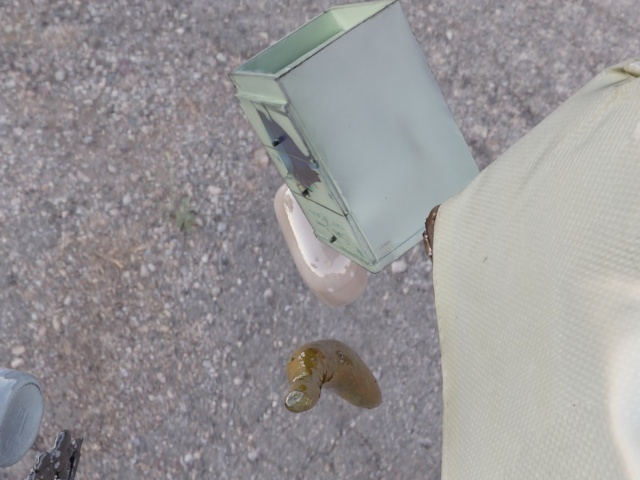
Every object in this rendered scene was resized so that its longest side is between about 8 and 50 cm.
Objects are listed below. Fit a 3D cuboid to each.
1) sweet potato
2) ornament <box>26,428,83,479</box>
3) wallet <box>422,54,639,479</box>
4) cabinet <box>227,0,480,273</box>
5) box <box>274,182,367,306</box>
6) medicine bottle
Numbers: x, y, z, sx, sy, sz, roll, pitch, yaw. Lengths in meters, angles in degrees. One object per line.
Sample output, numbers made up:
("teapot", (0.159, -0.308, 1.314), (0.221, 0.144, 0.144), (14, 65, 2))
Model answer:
("sweet potato", (0.013, 0.194, 1.060), (0.079, 0.346, 0.108), (-46, 67, 10))
("ornament", (-0.333, 0.328, 0.845), (0.106, 0.251, 0.261), (16, 90, 3))
("wallet", (0.134, 0.053, 0.395), (0.068, 0.275, 0.335), (17, 54, -15))
("cabinet", (0.031, -0.105, 0.715), (0.150, 0.206, 0.145), (-36, 25, -11))
("box", (0.000, 0.000, 1.049), (0.088, 0.146, 0.200), (-29, 56, 5))
("medicine bottle", (-0.352, 0.140, 0.637), (0.203, 0.083, 0.084), (8, 54, 10))
